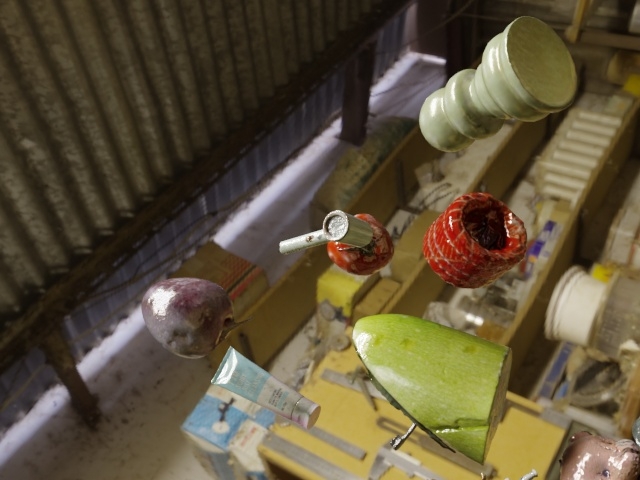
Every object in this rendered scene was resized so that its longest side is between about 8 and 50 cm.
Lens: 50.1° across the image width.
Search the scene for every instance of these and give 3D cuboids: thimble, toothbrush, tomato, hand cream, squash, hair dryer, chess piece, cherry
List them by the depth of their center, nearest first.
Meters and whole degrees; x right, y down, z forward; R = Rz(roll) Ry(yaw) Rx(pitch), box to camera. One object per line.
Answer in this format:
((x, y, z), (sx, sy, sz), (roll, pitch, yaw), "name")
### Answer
((0.253, -0.218, 1.068), (0.144, 0.251, 0.145), (10, -111, -28), "chess piece")
((0.205, 0.269, 1.360), (0.233, 0.308, 0.210), (-37, -46, -59), "squash")
((-0.311, 0.184, 1.648), (0.213, 0.265, 0.184), (-27, -47, -79), "cherry")
((0.000, 0.000, 1.672), (0.131, 0.236, 0.073), (16, -121, -56), "hair dryer")
((-0.145, 0.394, 1.814), (0.111, 0.312, 0.070), (-64, -22, -9), "hand cream")
((0.114, 0.021, 1.958), (0.187, 0.187, 0.151), (-64, 11, -11), "tomato")
((0.308, 0.496, 2.009), (0.297, 0.030, 0.030), (-49, -31, -1), "toothbrush")
((0.578, 0.005, 2.556), (0.350, 0.350, 0.231), (-42, -9, -39), "thimble")

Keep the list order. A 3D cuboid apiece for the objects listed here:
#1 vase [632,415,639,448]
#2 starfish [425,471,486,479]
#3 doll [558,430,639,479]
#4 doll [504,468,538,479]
((0.631, 0.253, 1.070), (0.156, 0.251, 0.301), (9, -48, -23), "vase")
((0.274, 0.726, 1.917), (0.293, 0.084, 0.301), (19, -50, -41), "starfish")
((0.587, 0.448, 1.233), (0.201, 0.303, 0.156), (-50, -28, -51), "doll")
((0.475, 0.683, 1.808), (0.227, 0.057, 0.114), (-23, -65, -7), "doll")
